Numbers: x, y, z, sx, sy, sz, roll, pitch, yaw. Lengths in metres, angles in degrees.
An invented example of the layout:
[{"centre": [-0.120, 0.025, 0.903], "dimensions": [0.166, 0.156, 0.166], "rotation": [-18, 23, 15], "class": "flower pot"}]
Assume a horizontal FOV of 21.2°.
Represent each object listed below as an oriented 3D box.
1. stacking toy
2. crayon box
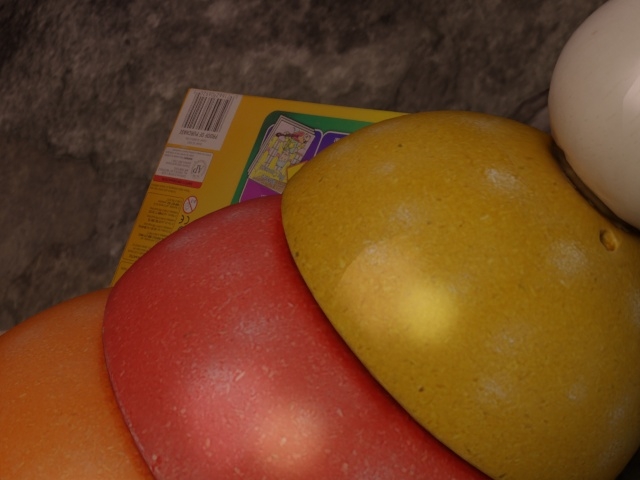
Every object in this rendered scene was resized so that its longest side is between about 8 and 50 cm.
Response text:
[{"centre": [0.049, 0.060, 0.820], "dimensions": [0.480, 0.350, 0.351], "rotation": [-45, 46, 23], "class": "stacking toy"}, {"centre": [0.000, 0.000, 1.117], "dimensions": [0.278, 0.081, 0.165], "rotation": [11, 76, 42], "class": "crayon box"}]
